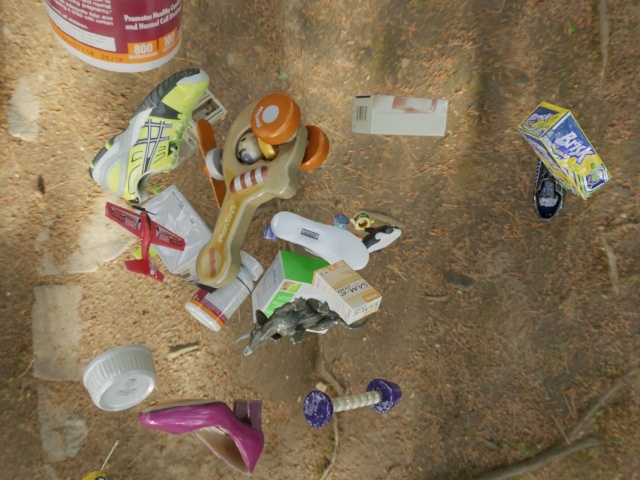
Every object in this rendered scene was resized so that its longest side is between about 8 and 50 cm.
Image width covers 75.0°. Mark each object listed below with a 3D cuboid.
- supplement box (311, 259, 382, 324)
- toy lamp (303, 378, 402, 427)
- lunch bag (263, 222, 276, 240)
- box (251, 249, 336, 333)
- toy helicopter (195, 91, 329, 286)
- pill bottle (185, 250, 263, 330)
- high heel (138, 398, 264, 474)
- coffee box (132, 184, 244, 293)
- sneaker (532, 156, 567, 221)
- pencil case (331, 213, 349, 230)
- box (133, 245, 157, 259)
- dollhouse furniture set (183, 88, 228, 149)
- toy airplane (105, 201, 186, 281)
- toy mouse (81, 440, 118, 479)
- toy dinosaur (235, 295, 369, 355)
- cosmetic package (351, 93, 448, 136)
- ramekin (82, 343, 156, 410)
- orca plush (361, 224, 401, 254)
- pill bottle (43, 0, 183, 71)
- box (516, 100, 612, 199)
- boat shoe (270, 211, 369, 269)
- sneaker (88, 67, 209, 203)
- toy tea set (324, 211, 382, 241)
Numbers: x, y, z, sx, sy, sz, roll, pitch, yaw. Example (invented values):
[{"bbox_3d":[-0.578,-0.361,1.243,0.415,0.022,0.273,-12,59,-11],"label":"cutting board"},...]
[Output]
[{"bbox_3d":[0.040,0.080,0.664,0.062,0.098,0.036,-19,137,-34],"label":"supplement box"},{"bbox_3d":[0.086,0.348,0.910,0.275,0.080,0.080,13,102,-48],"label":"toy lamp"},{"bbox_3d":[-0.231,-0.043,1.942,0.065,0.098,0.067,11,107,-4],"label":"lunch bag"},{"bbox_3d":[-0.056,0.170,1.336,0.262,0.126,0.231,16,128,-27],"label":"box"},{"bbox_3d":[-0.151,-0.092,0.751,0.235,0.140,0.354,16,84,30],"label":"toy helicopter"},{"bbox_3d":[-0.272,0.141,1.205,0.121,0.121,0.221,42,65,-9],"label":"pill bottle"},{"bbox_3d":[-0.252,0.456,0.946,0.127,0.377,0.181,-12,66,32],"label":"high heel"},{"bbox_3d":[-0.304,0.012,1.009,0.119,0.297,0.168,-38,76,-8],"label":"coffee box"},{"bbox_3d":[0.555,-0.156,0.993,0.082,0.090,0.231,7,116,35],"label":"sneaker"},{"bbox_3d":[0.059,-0.040,1.686,0.070,0.064,0.151,29,132,-3],"label":"pencil case"},{"bbox_3d":[-0.435,-0.004,1.174,0.178,0.109,0.042,-38,103,-17],"label":"box"},{"bbox_3d":[-0.435,-0.436,1.475,0.129,0.184,0.129,-45,101,-21],"label":"dollhouse furniture set"},{"bbox_3d":[-0.266,0.004,0.640,0.028,0.151,0.151,-35,100,15],"label":"toy airplane"},{"bbox_3d":[-0.352,0.400,0.609,0.031,0.160,0.143,22,124,-18],"label":"toy mouse"},{"bbox_3d":[-0.035,0.179,0.982,0.314,0.160,0.120,-11,91,-27],"label":"toy dinosaur"},{"bbox_3d":[0.275,-0.435,1.456,0.297,0.153,0.129,-4,107,-23],"label":"cosmetic package"},{"bbox_3d":[-0.620,0.436,1.308,0.207,0.109,0.207,-24,139,-23],"label":"ramekin"},{"bbox_3d":[0.215,-0.005,1.783,0.287,0.151,0.102,-36,62,-19],"label":"orca plush"},{"bbox_3d":[-0.314,-0.475,0.618,0.224,0.392,0.223,8,62,-16],"label":"pill bottle"},{"bbox_3d":[0.383,-0.138,0.652,0.169,0.059,0.054,34,107,-30],"label":"box"},{"bbox_3d":[0.000,0.000,1.234,0.302,0.102,0.108,20,91,4],"label":"boat shoe"},{"bbox_3d":[-0.397,-0.259,1.043,0.147,0.145,0.384,42,101,-11],"label":"sneaker"},{"bbox_3d":[0.162,-0.018,1.980,0.337,0.124,0.199,-16,126,3],"label":"toy tea set"}]
